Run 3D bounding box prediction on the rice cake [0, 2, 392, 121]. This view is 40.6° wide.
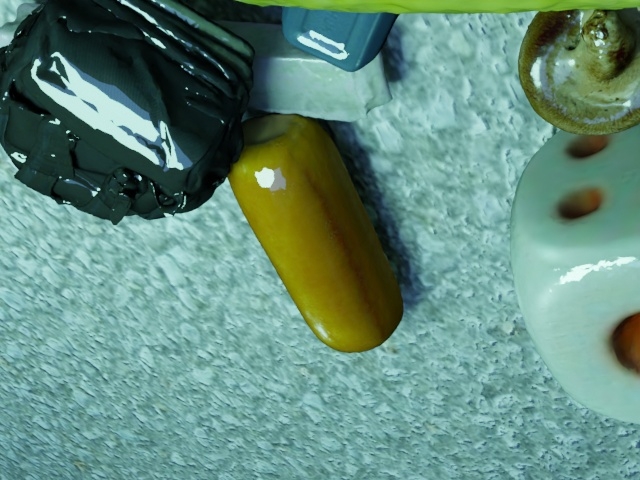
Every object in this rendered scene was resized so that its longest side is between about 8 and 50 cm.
[{"bbox_3d":[-0.117,-0.155,0.740,0.365,0.056,0.072,8,145,15],"label":"rice cake"}]

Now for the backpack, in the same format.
[{"bbox_3d":[-0.174,-0.091,0.711,0.206,0.133,0.258,31,153,-16],"label":"backpack"}]

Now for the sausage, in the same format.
[{"bbox_3d":[-0.001,0.000,0.815,0.105,0.105,0.274,-6,129,27],"label":"sausage"}]

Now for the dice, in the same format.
[{"bbox_3d":[0.263,0.013,0.652,0.193,0.191,0.194,-16,126,32],"label":"dice"}]

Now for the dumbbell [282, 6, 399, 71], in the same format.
[{"bbox_3d":[-0.077,-0.239,0.582,0.316,0.156,0.143,25,168,-2],"label":"dumbbell"}]

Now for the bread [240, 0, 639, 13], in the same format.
[{"bbox_3d":[0.053,-0.257,0.339,0.308,0.348,0.348,-2,132,10],"label":"bread"}]

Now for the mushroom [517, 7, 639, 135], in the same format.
[{"bbox_3d":[0.200,-0.135,0.611,0.126,0.085,0.109,-34,136,25],"label":"mushroom"}]

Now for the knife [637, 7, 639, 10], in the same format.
[{"bbox_3d":[0.355,-0.104,0.588,0.365,0.043,0.089,30,103,-15],"label":"knife"}]
